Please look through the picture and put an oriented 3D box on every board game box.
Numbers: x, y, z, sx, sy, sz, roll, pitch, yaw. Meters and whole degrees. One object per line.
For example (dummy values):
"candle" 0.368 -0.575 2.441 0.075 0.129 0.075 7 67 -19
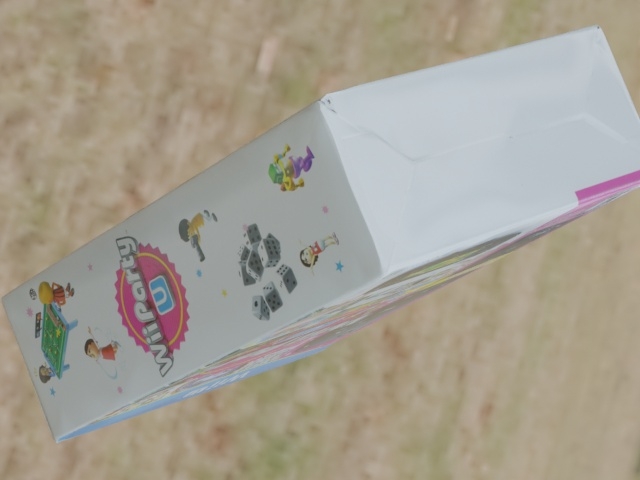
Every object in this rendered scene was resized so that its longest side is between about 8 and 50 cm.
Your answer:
"board game box" 0.000 0.000 1.072 0.224 0.303 0.097 -17 82 -42
